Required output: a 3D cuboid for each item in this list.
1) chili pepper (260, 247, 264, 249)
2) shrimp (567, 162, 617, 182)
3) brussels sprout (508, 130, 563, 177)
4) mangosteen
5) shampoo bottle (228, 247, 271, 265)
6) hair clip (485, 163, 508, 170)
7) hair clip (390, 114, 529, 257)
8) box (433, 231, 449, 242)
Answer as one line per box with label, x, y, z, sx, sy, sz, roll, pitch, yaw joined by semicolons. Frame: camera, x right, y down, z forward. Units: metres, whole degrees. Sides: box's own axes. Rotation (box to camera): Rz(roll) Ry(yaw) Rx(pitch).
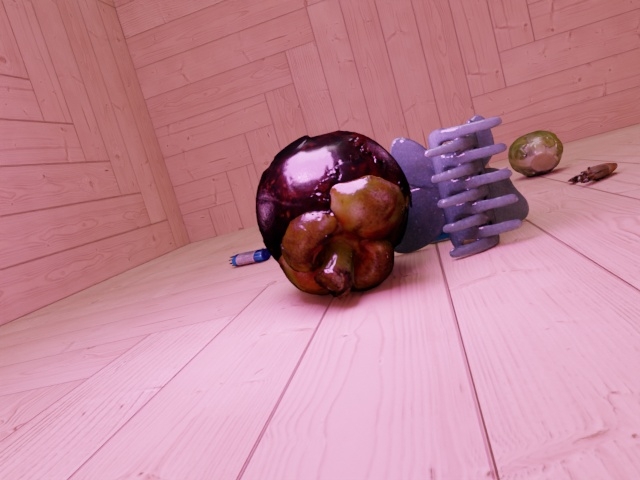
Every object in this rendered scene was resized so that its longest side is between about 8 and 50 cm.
chili pepper;-0.281;0.048;2.236;0.030;0.017;0.083;-12;9;37
shrimp;0.910;-0.221;1.650;0.251;0.052;0.143;-12;-7;-39
brussels sprout;0.957;-0.386;2.163;0.244;0.244;0.244;-16;8;2
mangosteen;0.027;-0.070;1.128;0.381;0.381;0.421;-15;13;9
shampoo bottle;-0.293;0.071;1.977;0.183;0.050;0.087;-11;11;29
hair clip;0.596;-0.225;1.964;0.172;0.113;0.282;6;-15;-43
hair clip;0.348;-0.134;1.197;0.392;0.318;0.238;-14;10;2
box;0.375;-0.056;1.439;0.139;0.073;0.194;-15;7;10
